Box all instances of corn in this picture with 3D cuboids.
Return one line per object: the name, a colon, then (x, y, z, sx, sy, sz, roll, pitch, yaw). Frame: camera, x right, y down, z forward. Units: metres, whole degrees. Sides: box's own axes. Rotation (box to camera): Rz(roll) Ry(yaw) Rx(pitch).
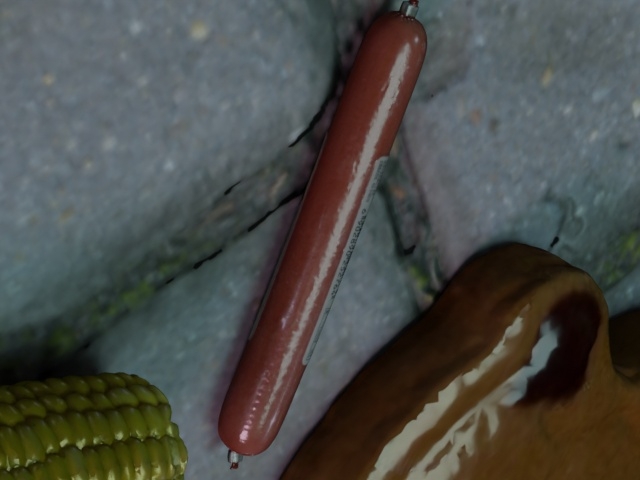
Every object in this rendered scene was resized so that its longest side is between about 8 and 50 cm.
corn: (-0.161, 0.105, 0.579, 0.244, 0.093, 0.093, -14, 120, -37)

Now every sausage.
sausage: (0.000, 0.000, 0.699, 0.029, 0.029, 0.223, 11, 104, -42)

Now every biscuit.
biscuit: (0.138, 0.198, 0.896, 0.455, 0.078, 0.349, 18, 104, -44)
